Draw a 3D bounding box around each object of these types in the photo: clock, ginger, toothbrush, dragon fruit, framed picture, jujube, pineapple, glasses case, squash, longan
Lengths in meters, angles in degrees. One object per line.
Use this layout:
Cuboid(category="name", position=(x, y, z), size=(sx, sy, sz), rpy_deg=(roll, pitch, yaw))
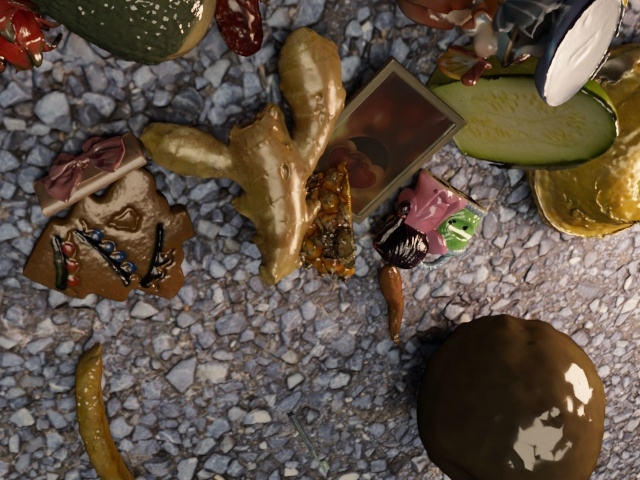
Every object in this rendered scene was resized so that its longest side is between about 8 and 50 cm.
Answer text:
Cuboid(category="clock", position=(0.216, -0.023, 1.553), size=(0.194, 0.100, 0.195), rpy_deg=(27, 106, -33))
Cuboid(category="ginger", position=(-0.068, -0.140, 1.343), size=(0.363, 0.122, 0.348), rpy_deg=(-37, 111, -7))
Cuboid(category="toothbrush", position=(-0.024, 0.463, 1.776), size=(0.019, 0.016, 0.219), rpy_deg=(-31, 124, -5))
Cuboid(category="dragon fruit", position=(-0.454, -0.307, 1.120), size=(0.142, 0.130, 0.121), rpy_deg=(40, 65, -33))
Cuboid(category="framed picture", position=(0.098, -0.174, 1.432), size=(0.211, 0.020, 0.289), rpy_deg=(32, 115, -34))
Cuboid(category="jujube", position=(-0.129, -0.356, 1.243), size=(0.077, 0.077, 0.129), rpy_deg=(-26, 129, -7))
Cuboid(category="pineapple", position=(0.000, 0.004, 1.443), size=(0.140, 0.164, 0.249), rpy_deg=(-5, 134, 1))
Cuboid(category="glasses case", position=(-0.382, -0.114, 1.259), size=(0.193, 0.102, 0.070), rpy_deg=(-29, 118, -4))
Cuboid(category="squash", position=(0.370, -0.217, 1.378), size=(0.210, 0.309, 0.233), rpy_deg=(-37, 125, 1))
Cuboid(category="longan", position=(0.407, 0.382, 1.678), size=(0.404, 0.404, 0.436), rpy_deg=(-8, 122, -18))

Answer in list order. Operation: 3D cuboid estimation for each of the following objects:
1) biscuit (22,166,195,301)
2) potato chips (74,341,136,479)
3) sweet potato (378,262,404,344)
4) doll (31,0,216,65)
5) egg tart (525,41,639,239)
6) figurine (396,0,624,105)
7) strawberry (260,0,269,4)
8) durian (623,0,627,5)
Cuboid(category="biscuit", position=(-0.370, 0.017, 1.370), size=(0.301, 0.043, 0.278), rpy_deg=(-22, 123, -10))
Cuboid(category="potato chips", position=(-0.431, 0.383, 1.542), size=(0.080, 0.057, 0.407), rpy_deg=(-12, 121, -12))
Cuboid(category="sweet potato", position=(0.153, 0.130, 1.645), size=(0.050, 0.050, 0.214), rpy_deg=(-19, 127, -11))
Cuboid(category="doll", position=(-0.307, -0.393, 1.070), size=(0.350, 0.247, 0.247), rpy_deg=(17, 110, -26))
Cuboid(category="egg tart", position=(0.635, -0.175, 1.590), size=(0.443, 0.178, 0.443), rpy_deg=(-10, 123, -16))
Cuboid(category="figurine", position=(0.246, -0.395, 1.201), size=(0.277, 0.388, 0.248), rpy_deg=(-39, 149, -18))
Cuboid(category="strawberry", position=(-0.088, -0.467, 1.196), size=(0.167, 0.087, 0.208), rpy_deg=(-30, 102, -44))
Cuboid(category="durian", position=(0.521, -0.518, 1.419), size=(0.140, 0.078, 0.224), rpy_deg=(-44, 136, -9))
